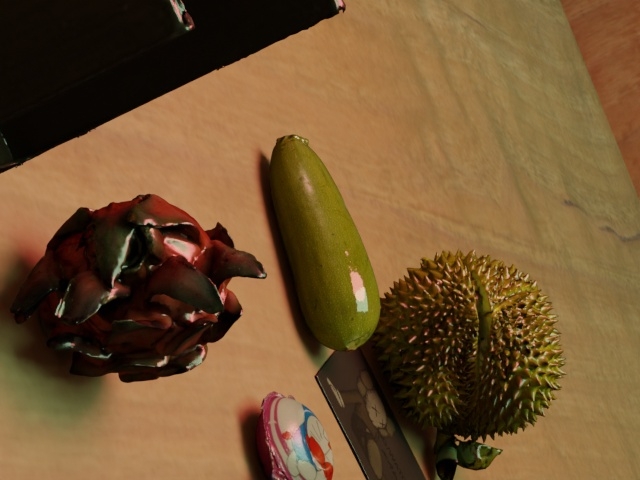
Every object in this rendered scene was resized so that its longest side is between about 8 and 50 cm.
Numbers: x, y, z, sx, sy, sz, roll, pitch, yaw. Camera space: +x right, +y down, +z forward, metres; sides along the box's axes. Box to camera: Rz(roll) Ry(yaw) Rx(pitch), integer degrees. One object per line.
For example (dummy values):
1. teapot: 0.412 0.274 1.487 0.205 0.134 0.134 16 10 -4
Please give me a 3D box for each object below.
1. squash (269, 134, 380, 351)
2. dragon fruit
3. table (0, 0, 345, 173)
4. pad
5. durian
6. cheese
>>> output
1. squash: 0.000 0.000 1.584 0.066 0.066 0.201 35 33 -57
2. dragon fruit: -0.110 0.031 1.155 0.121 0.130 0.142 34 -23 0
3. table: -0.177 -0.132 0.913 0.196 0.282 0.250 66 19 -1
4. pad: 0.053 0.175 1.605 0.190 0.004 0.127 64 19 -7
5. durian: 0.135 0.094 1.682 0.198 0.159 0.146 57 20 -29
6. cheese: -0.020 0.160 1.369 0.095 0.038 0.145 57 19 -24
